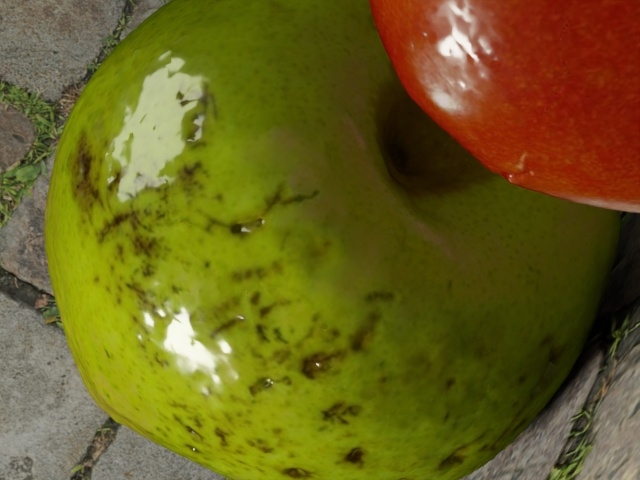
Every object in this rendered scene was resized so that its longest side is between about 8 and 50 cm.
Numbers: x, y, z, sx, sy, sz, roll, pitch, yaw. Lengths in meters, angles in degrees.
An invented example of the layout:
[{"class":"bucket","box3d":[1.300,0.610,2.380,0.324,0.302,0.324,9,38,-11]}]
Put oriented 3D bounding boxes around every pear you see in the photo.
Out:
[{"class":"pear","box3d":[0.000,0.000,1.066,0.391,0.391,0.391,-58,3,5]}]

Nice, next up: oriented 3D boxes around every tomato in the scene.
[{"class":"tomato","box3d":[0.167,-0.162,0.743,0.226,0.298,0.298,-18,37,57]}]
